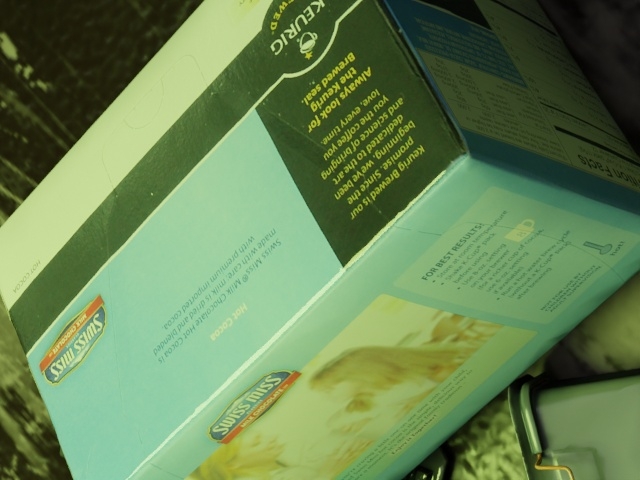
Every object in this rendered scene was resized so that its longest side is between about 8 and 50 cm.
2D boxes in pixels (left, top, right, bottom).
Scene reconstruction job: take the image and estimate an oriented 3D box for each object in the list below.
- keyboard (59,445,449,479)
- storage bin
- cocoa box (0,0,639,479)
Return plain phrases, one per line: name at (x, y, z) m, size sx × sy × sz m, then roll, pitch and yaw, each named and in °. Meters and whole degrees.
keyboard at (-0.063, 0.194, 1.403) m, size 0.317 × 0.033 × 0.201 m, roll 17°, pitch 104°, yaw 28°
storage bin at (0.185, 0.144, 1.222) m, size 0.091 × 0.098 × 0.135 m, roll -17°, pitch 87°, yaw 20°
cocoa box at (0.000, 0.000, 1.195) m, size 0.347 × 0.231 × 0.228 m, roll -45°, pitch 54°, yaw 25°
